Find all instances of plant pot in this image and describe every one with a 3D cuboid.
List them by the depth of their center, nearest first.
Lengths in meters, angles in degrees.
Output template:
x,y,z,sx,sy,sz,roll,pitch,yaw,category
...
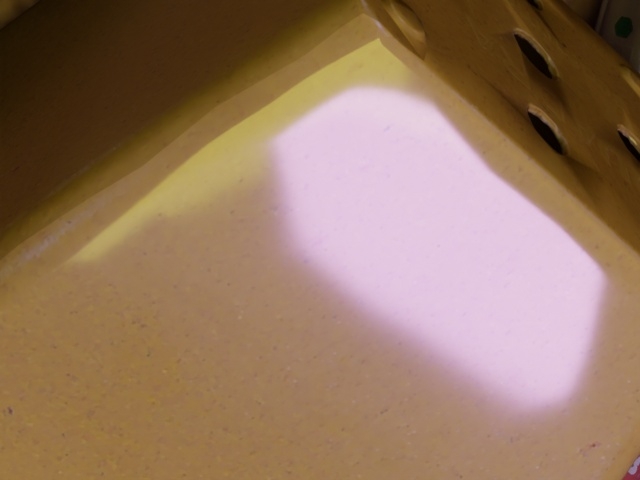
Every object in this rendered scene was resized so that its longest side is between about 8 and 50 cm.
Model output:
x,y,z,sx,sy,sz,roll,pitch,yaw,category
0.000,0.000,0.518,0.212,0.212,0.187,39,116,-21,plant pot

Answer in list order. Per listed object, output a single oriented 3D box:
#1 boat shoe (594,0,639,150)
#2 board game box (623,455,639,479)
x,y,z,sx,sy,sz,roll,pitch,yaw,category
0.137,-0.051,0.610,0.079,0.084,0.233,9,109,-14,boat shoe
0.164,0.131,0.694,0.145,0.027,0.281,8,113,-34,board game box
